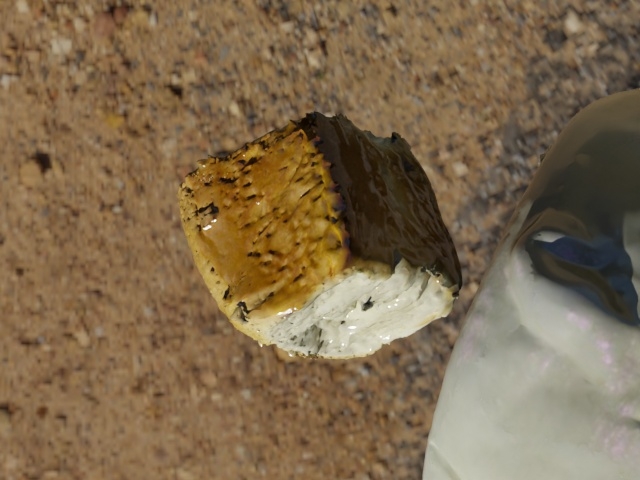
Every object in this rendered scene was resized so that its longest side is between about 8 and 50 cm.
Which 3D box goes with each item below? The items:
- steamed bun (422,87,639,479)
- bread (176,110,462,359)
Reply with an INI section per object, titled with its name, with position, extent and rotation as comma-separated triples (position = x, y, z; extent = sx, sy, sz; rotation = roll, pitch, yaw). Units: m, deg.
[steamed bun]
position = 0.212, 0.055, 0.795
extent = 0.383, 0.247, 0.236
rotation = -60, 155, -14
[bread]
position = -0.001, 0.002, 0.493
extent = 0.077, 0.070, 0.083
rotation = -29, 153, 28
